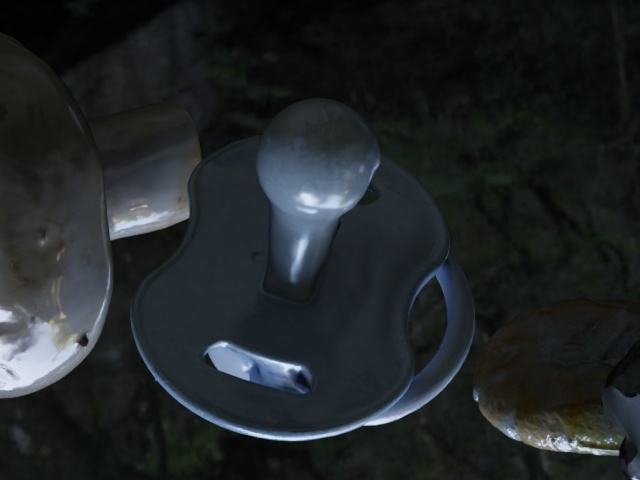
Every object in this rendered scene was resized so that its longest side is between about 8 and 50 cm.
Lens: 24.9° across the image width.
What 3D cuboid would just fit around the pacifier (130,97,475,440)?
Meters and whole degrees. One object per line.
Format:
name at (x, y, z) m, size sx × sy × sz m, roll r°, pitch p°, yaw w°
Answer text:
pacifier at (0.000, 0.000, 1.007) m, size 0.238 × 0.226 × 0.287 m, roll 18°, pitch -129°, yaw 9°

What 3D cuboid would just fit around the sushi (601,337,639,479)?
sushi at (0.261, 0.157, 0.965) m, size 0.130 × 0.332 × 0.124 m, roll -30°, pitch -139°, yaw -20°

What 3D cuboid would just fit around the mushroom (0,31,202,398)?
mushroom at (-0.241, -0.031, 1.159) m, size 0.292 × 0.293 × 0.290 m, roll 8°, pitch -161°, yaw 41°

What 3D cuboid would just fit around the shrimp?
shrimp at (0.273, 0.111, 1.225) m, size 0.317 × 0.077 × 0.168 m, roll 2°, pitch -131°, yaw 34°
